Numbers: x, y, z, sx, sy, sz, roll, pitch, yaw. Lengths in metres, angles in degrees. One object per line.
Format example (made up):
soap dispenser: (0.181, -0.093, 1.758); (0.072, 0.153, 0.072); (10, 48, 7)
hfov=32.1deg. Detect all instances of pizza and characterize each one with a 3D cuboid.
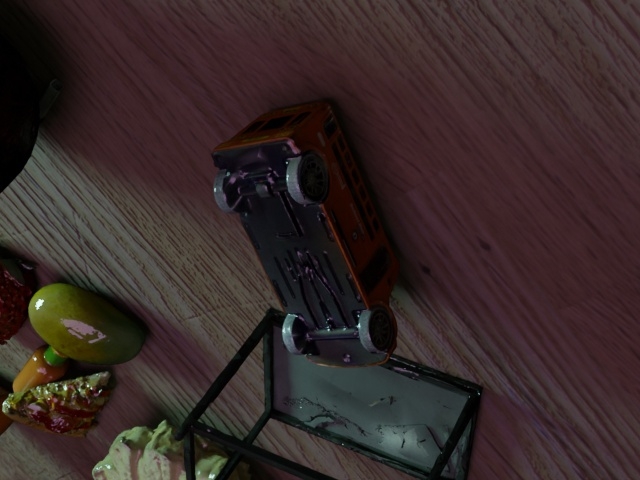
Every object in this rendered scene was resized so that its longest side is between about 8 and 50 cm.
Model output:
pizza: (-0.424, 0.283, 1.902); (0.199, 0.062, 0.188); (-34, 141, 28)

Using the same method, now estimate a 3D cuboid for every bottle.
bottle: (-0.463, 0.212, 1.899); (0.069, 0.069, 0.187); (42, 133, -3)

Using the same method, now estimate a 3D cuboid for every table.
table: (0.011, 0.306, 1.539); (0.335, 0.272, 0.222); (18, 131, 19)

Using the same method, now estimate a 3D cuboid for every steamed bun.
steamed bun: (-0.218, 0.410, 1.859); (0.292, 0.137, 0.295); (43, 128, -2)

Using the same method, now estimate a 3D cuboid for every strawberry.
strawberry: (-0.575, 0.097, 1.857); (0.174, 0.098, 0.228); (36, 133, 4)

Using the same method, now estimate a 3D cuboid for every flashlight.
flashlight: (-0.388, -0.196, 1.575); (0.018, 0.018, 0.083); (42, 135, -6)

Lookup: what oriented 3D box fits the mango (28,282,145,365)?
mango: (-0.373, 0.137, 1.778); (0.195, 0.092, 0.130); (14, 128, 10)

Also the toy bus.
toy bus: (0.000, 0.000, 1.397); (0.143, 0.153, 0.329); (-7, 118, 37)

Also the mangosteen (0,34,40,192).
mangosteen: (-0.530, -0.185, 1.496); (0.330, 0.330, 0.330); (16, 130, 20)

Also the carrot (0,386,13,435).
carrot: (-0.690, 0.278, 2.046); (0.225, 0.159, 0.159); (37, 135, 16)
